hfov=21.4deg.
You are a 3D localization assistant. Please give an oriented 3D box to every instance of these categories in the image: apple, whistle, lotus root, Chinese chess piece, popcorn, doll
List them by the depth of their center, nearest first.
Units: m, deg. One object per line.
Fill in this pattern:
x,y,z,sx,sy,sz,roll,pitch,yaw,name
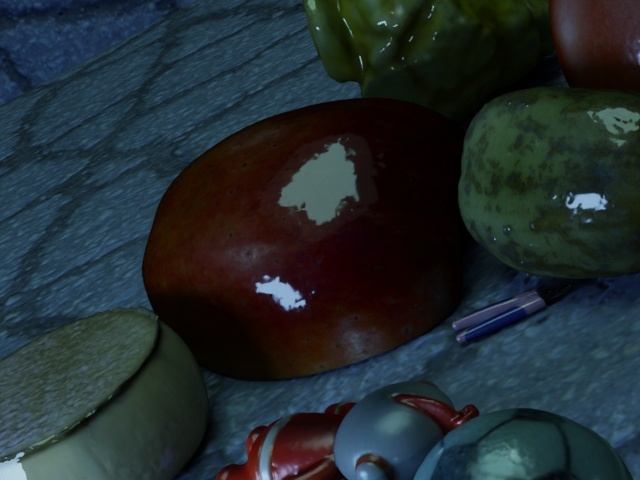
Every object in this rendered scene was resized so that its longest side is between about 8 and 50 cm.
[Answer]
0.153,0.180,1.037,0.289,0.163,0.163,-5,28,42,whistle
0.026,0.162,1.343,0.245,0.076,0.142,-15,23,35,doll
0.240,-0.056,1.482,0.173,0.173,0.309,-39,22,-32,lotus root
-0.235,0.173,1.563,0.270,0.112,0.270,-23,20,9,Chinese chess piece
0.000,0.000,1.709,0.364,0.295,0.328,-9,-12,34,apple
0.129,-0.298,2.050,0.293,0.292,0.334,-18,26,5,popcorn

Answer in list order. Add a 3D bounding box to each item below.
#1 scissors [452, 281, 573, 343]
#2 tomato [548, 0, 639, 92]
0.171,0.061,1.504,0.113,0.012,0.039,-24,21,5,scissors
0.370,-0.236,1.568,0.321,0.322,0.321,-22,20,9,tomato
